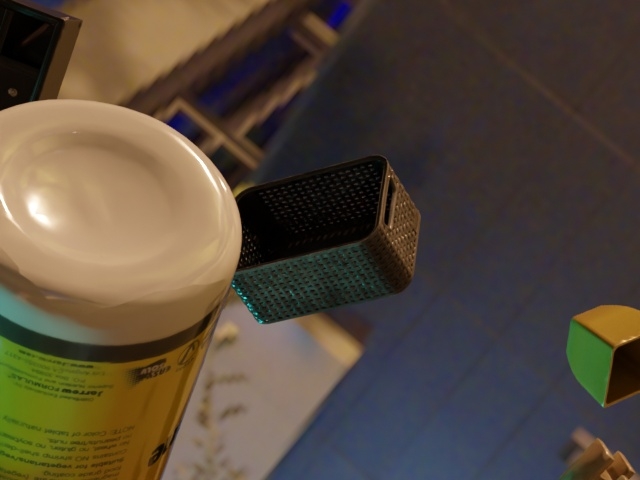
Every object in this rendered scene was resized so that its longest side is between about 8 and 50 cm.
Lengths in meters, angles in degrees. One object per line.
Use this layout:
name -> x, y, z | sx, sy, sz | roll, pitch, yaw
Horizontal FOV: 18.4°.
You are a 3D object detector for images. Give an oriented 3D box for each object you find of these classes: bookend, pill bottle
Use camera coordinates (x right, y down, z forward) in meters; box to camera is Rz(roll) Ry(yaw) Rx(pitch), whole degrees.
bookend -> -0.387, -0.217, 2.360 | 0.072, 0.157, 0.156 | -26, -42, -78
pill bottle -> -0.177, 0.086, 1.279 | 0.188, 0.188, 0.334 | -44, -17, -44

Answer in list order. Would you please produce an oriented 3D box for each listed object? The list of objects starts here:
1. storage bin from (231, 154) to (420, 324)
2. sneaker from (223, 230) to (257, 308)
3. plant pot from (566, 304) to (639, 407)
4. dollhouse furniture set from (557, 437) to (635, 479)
storage bin -> 0.000, 0.000, 1.986 | 0.180, 0.084, 0.122 | -13, 43, 23
sneaker -> -0.158, 0.077, 2.178 | 0.281, 0.105, 0.115 | -37, -21, 33
plant pot -> 0.309, 0.114, 2.115 | 0.081, 0.083, 0.081 | -19, -52, -31
dollhouse furniture set -> 0.390, 0.401, 2.381 | 0.161, 0.212, 0.242 | -49, 32, 14
